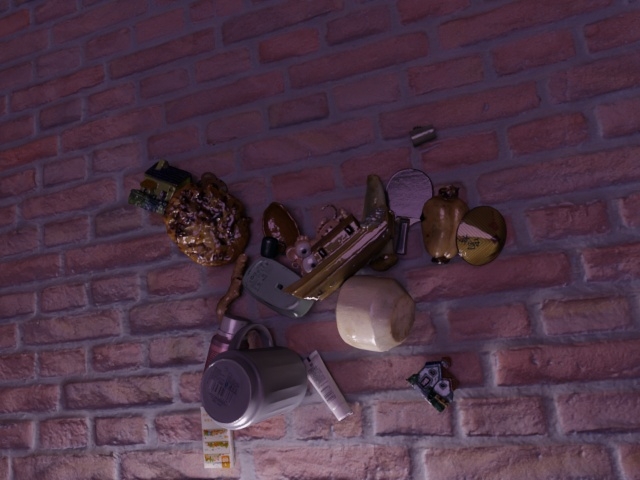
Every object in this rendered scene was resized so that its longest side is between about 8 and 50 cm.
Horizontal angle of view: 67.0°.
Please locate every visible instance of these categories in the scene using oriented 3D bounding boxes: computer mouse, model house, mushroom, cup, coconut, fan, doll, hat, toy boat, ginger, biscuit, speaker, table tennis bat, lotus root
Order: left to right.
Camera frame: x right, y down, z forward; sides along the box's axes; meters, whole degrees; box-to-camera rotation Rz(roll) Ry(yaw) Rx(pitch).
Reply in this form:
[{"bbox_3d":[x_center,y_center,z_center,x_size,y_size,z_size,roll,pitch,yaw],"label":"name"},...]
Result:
[{"bbox_3d":[-0.618,-0.210,1.916,0.193,0.170,0.212,20,89,23],"label":"model house"},{"bbox_3d":[-0.424,-0.061,1.814,0.334,0.081,0.289,41,91,-7],"label":"biscuit"},{"bbox_3d":[-0.405,-0.170,1.893,0.226,0.008,0.153,32,67,9],"label":"fan"},{"bbox_3d":[-0.326,0.188,1.816,0.089,0.075,0.288,16,88,48],"label":"ginger"},{"bbox_3d":[-0.225,0.435,1.604,0.236,0.326,0.323,-20,73,23],"label":"cup"},{"bbox_3d":[-0.169,0.026,1.761,0.094,0.060,0.076,8,102,-10],"label":"speaker"},{"bbox_3d":[-0.146,0.172,1.742,0.288,0.097,0.160,26,78,29],"label":"computer mouse"},{"bbox_3d":[0.002,0.001,1.699,0.154,0.119,0.278,38,94,-15],"label":"doll"},{"bbox_3d":[0.058,0.041,1.573,0.445,0.136,0.162,-43,71,11],"label":"toy boat"},{"bbox_3d":[0.162,0.227,1.558,0.247,0.245,0.245,8,85,39],"label":"coconut"},{"bbox_3d":[0.191,-0.058,1.659,0.107,0.087,0.333,-19,74,31],"label":"mushroom"},{"bbox_3d":[0.297,-0.101,1.663,0.173,0.022,0.301,6,85,21],"label":"table tennis bat"},{"bbox_3d":[0.352,-0.367,1.671,0.083,0.075,0.055,-19,114,13],"label":"cup"},{"bbox_3d":[0.373,0.437,1.526,0.148,0.119,0.149,41,89,19],"label":"model house"},{"bbox_3d":[0.398,-0.053,1.563,0.154,0.140,0.257,9,96,7],"label":"lotus root"},{"bbox_3d":[0.519,-0.007,1.489,0.193,0.082,0.193,-4,102,-18],"label":"hat"}]

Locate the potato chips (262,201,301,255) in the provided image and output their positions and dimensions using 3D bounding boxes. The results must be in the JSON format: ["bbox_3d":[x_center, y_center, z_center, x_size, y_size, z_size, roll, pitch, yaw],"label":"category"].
[{"bbox_3d":[-0.142,-0.041,1.789,0.150,0.049,0.202,-43,71,30],"label":"potato chips"}]

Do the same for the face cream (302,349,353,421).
[{"bbox_3d":[0.019,0.505,1.667,0.092,0.058,0.244,-43,66,16],"label":"face cream"}]

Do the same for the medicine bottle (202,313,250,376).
[{"bbox_3d":[-0.333,0.400,1.753,0.147,0.147,0.247,12,87,20],"label":"medicine bottle"}]

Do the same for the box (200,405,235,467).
[{"bbox_3d":[-0.379,0.721,1.786,0.122,0.032,0.221,-9,79,17],"label":"box"}]
